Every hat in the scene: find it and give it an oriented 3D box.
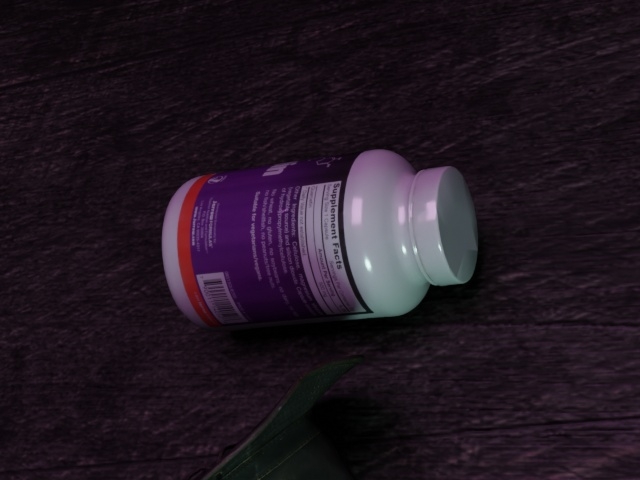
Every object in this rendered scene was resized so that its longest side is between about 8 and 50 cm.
[{"bbox_3d":[-0.056,0.253,1.246,0.331,0.331,0.134,-40,82,-3],"label":"hat"}]

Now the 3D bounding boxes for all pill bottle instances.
[{"bbox_3d":[0.000,0.000,1.411,0.323,0.181,0.181,-7,52,25],"label":"pill bottle"}]
